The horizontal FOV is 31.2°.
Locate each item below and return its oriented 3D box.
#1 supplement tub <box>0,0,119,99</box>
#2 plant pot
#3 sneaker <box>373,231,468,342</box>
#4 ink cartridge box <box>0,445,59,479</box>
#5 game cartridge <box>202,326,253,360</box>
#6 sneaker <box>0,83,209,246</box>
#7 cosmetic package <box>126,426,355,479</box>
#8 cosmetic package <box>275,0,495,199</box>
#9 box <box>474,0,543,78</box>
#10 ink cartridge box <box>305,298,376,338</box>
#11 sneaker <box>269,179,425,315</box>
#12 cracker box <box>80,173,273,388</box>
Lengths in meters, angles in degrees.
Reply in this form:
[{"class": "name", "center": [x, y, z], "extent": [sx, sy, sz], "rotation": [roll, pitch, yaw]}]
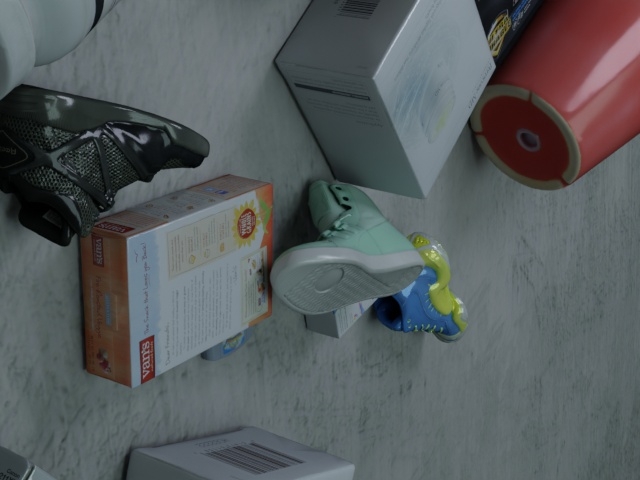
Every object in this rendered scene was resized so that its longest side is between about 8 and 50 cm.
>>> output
[{"class": "supplement tub", "center": [-0.208, -0.250, 0.834], "extent": [0.272, 0.191, 0.191], "rotation": [-55, 143, -31]}, {"class": "plant pot", "center": [0.372, -0.222, 1.728], "extent": [0.243, 0.275, 0.275], "rotation": [-45, 138, -27]}, {"class": "sneaker", "center": [0.133, 0.094, 1.638], "extent": [0.126, 0.091, 0.240], "rotation": [-42, 139, -16]}, {"class": "ink cartridge box", "center": [-0.263, 0.237, 1.000], "extent": [0.072, 0.127, 0.175], "rotation": [-60, 144, -20]}, {"class": "game cartridge", "center": [-0.105, 0.102, 1.306], "extent": [0.083, 0.017, 0.056], "rotation": [-32, 132, -48]}, {"class": "sneaker", "center": [-0.198, -0.062, 1.030], "extent": [0.227, 0.087, 0.130], "rotation": [3, 101, -55]}, {"class": "cosmetic package", "center": [-0.122, 0.456, 1.278], "extent": [0.230, 0.161, 0.453], "rotation": [5, 98, -59]}, {"class": "cosmetic package", "center": [0.088, -0.210, 1.375], "extent": [0.224, 0.138, 0.225], "rotation": [-61, 147, -23]}, {"class": "box", "center": [0.242, -0.399, 1.575], "extent": [0.295, 0.073, 0.293], "rotation": [-53, 151, -31]}, {"class": "ink cartridge box", "center": [0.031, 0.053, 1.468], "extent": [0.122, 0.052, 0.088], "rotation": [-44, 136, -43]}, {"class": "sneaker", "center": [0.000, 0.000, 1.339], "extent": [0.256, 0.151, 0.094], "rotation": [-2, 138, -54]}, {"class": "cracker box", "center": [-0.141, 0.034, 1.173], "extent": [0.232, 0.067, 0.156], "rotation": [-25, 122, -53]}]
